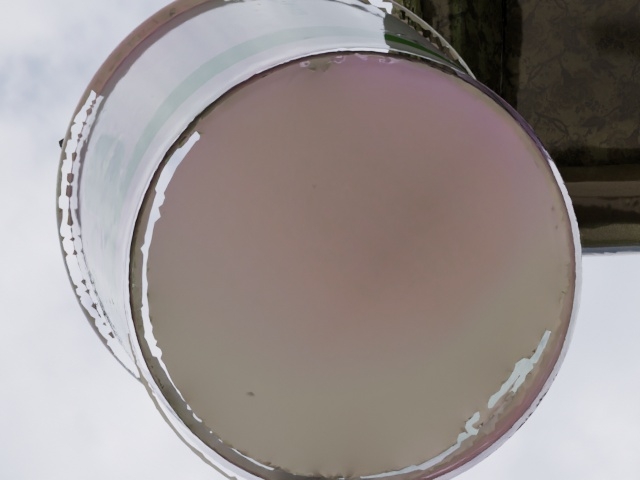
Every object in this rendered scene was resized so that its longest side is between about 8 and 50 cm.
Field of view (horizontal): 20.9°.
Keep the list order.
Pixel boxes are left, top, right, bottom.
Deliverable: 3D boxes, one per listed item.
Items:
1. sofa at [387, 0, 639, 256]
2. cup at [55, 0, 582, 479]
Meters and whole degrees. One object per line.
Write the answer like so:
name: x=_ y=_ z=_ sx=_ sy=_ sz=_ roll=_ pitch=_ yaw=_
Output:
sofa: x=0.162 y=-0.114 z=1.118 sx=0.200 sy=0.182 sz=0.258 roll=0 pitch=-100 yaw=17
cup: x=0.000 y=0.000 z=0.820 sx=0.253 sy=0.274 sz=0.253 roll=-1 pitch=-81 yaw=-8
